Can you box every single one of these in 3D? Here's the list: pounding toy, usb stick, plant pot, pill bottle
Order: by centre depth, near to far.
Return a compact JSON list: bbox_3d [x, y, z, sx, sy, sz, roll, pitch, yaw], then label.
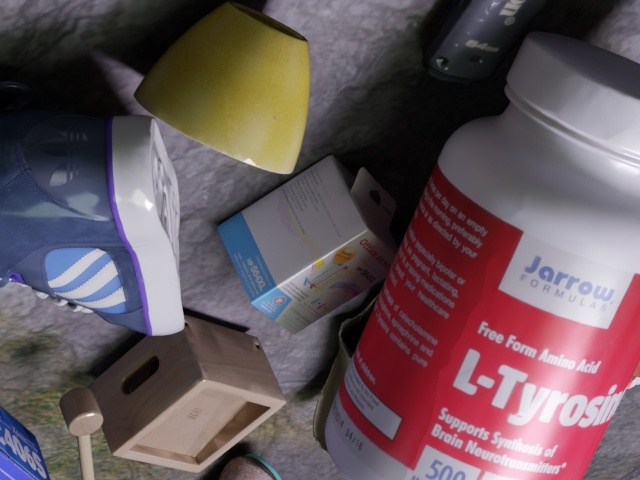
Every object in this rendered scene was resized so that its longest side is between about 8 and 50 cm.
[{"bbox_3d":[-0.060,-0.123,1.273,0.134,0.134,0.095,15,108,-46],"label":"plant pot"},{"bbox_3d":[0.171,-0.230,1.335,0.077,0.045,0.278,0,141,-36],"label":"usb stick"},{"bbox_3d":[0.176,0.041,1.447,0.229,0.229,0.407,6,114,-40],"label":"pill bottle"},{"bbox_3d":[-0.173,0.151,1.610,0.181,0.094,0.206,-40,145,21],"label":"pounding toy"}]

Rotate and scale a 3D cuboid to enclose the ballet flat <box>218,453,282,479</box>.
[{"bbox_3d":[-0.097,0.361,1.943,0.106,0.107,0.316,-45,158,-29],"label":"ballet flat"}]

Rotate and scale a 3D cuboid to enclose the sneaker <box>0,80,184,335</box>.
[{"bbox_3d":[-0.234,-0.006,1.340,0.236,0.130,0.323,-4,159,-1],"label":"sneaker"}]

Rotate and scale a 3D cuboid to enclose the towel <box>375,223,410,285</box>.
[{"bbox_3d":[0.100,0.001,1.642,0.119,0.029,0.067,-20,148,-8],"label":"towel"}]

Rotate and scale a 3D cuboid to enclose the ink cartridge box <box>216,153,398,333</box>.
[{"bbox_3d":[0.000,0.000,1.512,0.143,0.090,0.092,-32,148,11],"label":"ink cartridge box"}]

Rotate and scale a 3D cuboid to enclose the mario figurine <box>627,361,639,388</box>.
[{"bbox_3d":[0.242,0.092,1.674,0.320,0.170,0.198,-22,178,7],"label":"mario figurine"}]

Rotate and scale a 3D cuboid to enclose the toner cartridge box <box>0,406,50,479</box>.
[{"bbox_3d":[-0.387,0.180,1.523,0.165,0.075,0.348,-27,149,1],"label":"toner cartridge box"}]

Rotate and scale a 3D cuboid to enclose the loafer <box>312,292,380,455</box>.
[{"bbox_3d":[0.055,0.122,1.732,0.092,0.102,0.268,5,128,-38],"label":"loafer"}]
